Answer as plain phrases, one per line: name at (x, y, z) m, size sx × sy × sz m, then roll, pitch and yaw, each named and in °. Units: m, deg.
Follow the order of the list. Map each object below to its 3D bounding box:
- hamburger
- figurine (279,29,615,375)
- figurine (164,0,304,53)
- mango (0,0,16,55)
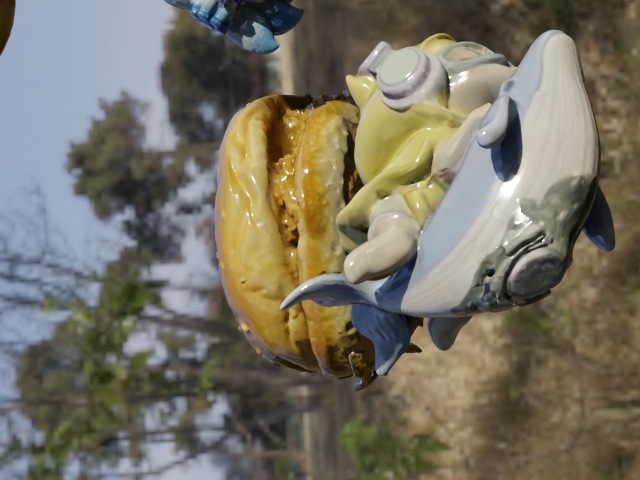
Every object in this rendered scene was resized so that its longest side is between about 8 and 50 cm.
hamburger at (0.000, 0.000, 1.384) m, size 0.318 × 0.158 × 0.318 m, roll -8°, pitch -90°, yaw -74°
figurine at (0.067, -0.028, 0.781) m, size 0.128 × 0.208 × 0.184 m, roll 38°, pitch -174°, yaw -42°
figurine at (-0.055, -0.193, 1.010) m, size 0.079 × 0.114 × 0.114 m, roll 167°, pitch 99°, yaw -82°
mango at (-0.251, -0.119, 0.650) m, size 0.236 × 0.136 × 0.166 m, roll 20°, pitch -91°, yaw -43°
